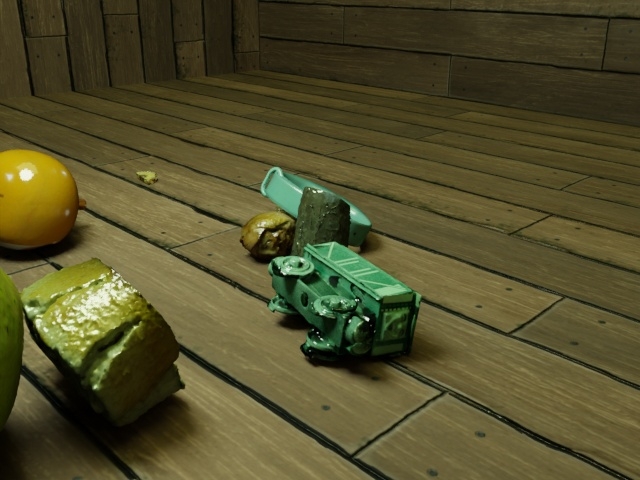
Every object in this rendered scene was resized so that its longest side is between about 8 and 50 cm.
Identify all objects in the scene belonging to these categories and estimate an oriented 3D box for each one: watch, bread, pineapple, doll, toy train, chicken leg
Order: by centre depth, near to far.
[{"bbox_3d":[-0.284,0.122,0.836,0.124,0.185,0.257,-34,33,-29],"label":"bread"},{"bbox_3d":[0.020,0.093,1.009,0.155,0.115,0.269,-3,20,-31],"label":"toy train"},{"bbox_3d":[-0.562,-0.082,1.333,0.214,0.213,0.236,14,11,30],"label":"doll"},{"bbox_3d":[-0.090,-0.030,1.352,0.108,0.087,0.251,14,16,3],"label":"chicken leg"},{"bbox_3d":[-0.007,-0.067,1.356,0.237,0.068,0.195,33,13,12],"label":"watch"},{"bbox_3d":[-0.458,-0.169,1.776,0.045,0.019,0.083,-23,31,-33],"label":"pineapple"}]

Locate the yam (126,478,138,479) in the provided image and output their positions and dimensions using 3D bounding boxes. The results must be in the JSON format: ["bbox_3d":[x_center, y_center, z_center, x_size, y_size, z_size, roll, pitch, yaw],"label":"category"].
[{"bbox_3d":[-0.301,0.279,0.594,0.300,0.066,0.066,-9,24,-19],"label":"yam"}]

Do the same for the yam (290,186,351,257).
[{"bbox_3d":[0.000,0.000,1.174,0.107,0.183,0.107,9,8,-1],"label":"yam"}]

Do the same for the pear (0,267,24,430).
[{"bbox_3d":[-0.480,0.107,0.645,0.392,0.390,0.391,0,22,0],"label":"pear"}]
